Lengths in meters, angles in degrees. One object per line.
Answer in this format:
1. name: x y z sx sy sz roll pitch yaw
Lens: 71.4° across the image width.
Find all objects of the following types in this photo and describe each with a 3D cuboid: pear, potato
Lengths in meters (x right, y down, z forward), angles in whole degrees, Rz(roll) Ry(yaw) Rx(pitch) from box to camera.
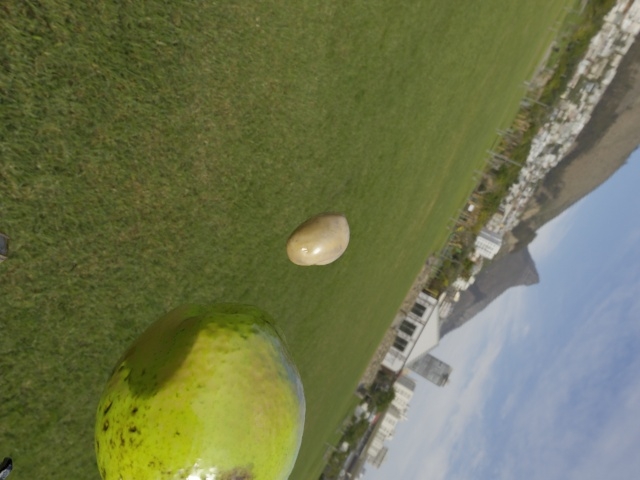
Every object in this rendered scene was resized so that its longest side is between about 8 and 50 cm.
1. pear: -0.196 0.287 0.797 0.391 0.391 0.391 -54 163 -25
2. potato: -0.003 0.000 0.934 0.147 0.112 0.112 -26 152 -16

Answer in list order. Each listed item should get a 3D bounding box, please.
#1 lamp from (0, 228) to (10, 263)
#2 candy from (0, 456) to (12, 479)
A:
1. lamp: -0.929 0.007 1.164 0.161 0.161 0.185 -57 170 -15
2. candy: -0.389 0.349 0.509 0.094 0.051 0.226 -125 -130 -61
